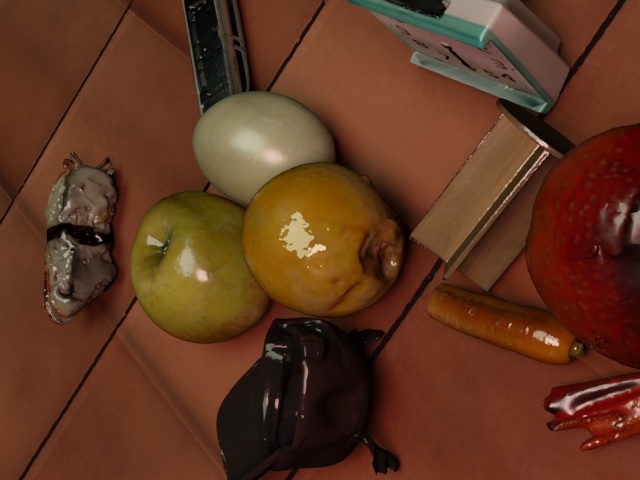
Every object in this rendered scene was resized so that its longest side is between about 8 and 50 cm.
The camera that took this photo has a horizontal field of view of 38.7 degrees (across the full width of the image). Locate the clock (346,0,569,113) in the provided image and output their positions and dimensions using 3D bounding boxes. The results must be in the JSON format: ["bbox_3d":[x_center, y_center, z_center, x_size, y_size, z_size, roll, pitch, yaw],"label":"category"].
[{"bbox_3d":[0.198,-0.301,1.269,0.262,0.231,0.116,31,92,40],"label":"clock"}]

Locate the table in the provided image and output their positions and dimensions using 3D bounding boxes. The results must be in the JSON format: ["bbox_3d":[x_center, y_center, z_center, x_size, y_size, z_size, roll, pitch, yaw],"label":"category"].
[{"bbox_3d":[0.236,-0.051,1.218,0.226,0.167,0.167,-54,51,21],"label":"table"}]

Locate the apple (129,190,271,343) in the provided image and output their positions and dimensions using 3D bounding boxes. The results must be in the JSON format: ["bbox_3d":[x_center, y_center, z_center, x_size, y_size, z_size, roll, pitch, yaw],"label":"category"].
[{"bbox_3d":[-0.194,0.043,1.484,0.261,0.194,0.260,-19,62,39],"label":"apple"}]

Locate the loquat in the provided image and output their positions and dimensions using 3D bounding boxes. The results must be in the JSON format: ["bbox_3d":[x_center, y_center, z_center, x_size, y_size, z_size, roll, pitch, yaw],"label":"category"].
[{"bbox_3d":[0.000,0.000,1.326,0.244,0.244,0.243,-12,69,34],"label":"loquat"}]

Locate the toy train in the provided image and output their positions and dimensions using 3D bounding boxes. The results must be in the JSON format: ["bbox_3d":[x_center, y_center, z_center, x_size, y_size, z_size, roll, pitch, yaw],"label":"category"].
[{"bbox_3d":[-0.185,-0.355,1.670,0.086,0.088,0.407,-28,61,32],"label":"toy train"}]

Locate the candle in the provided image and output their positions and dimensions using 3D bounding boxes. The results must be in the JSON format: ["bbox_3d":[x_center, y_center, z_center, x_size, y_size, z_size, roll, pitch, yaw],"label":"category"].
[{"bbox_3d":[0.405,0.178,1.068,0.302,0.059,0.084,-24,72,30],"label":"candle"}]

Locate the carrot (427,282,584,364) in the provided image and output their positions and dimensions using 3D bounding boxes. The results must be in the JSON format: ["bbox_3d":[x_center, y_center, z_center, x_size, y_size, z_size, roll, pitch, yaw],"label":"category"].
[{"bbox_3d":[0.244,0.112,1.208,0.225,0.067,0.067,16,86,42],"label":"carrot"}]

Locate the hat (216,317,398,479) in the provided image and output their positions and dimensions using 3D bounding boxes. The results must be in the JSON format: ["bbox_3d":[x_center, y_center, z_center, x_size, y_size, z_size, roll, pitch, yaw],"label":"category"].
[{"bbox_3d":[-0.011,0.257,1.323,0.336,0.209,0.238,-58,27,30],"label":"hat"}]

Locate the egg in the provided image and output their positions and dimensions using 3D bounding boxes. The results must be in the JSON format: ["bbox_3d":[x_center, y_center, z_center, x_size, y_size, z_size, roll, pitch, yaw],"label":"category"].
[{"bbox_3d":[-0.093,-0.146,1.467,0.253,0.186,0.186,20,88,24],"label":"egg"}]

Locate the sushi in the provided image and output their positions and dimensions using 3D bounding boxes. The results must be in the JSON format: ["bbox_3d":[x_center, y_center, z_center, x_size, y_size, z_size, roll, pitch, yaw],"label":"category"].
[{"bbox_3d":[-0.460,-0.005,1.751,0.130,0.124,0.332,-24,63,42],"label":"sushi"}]

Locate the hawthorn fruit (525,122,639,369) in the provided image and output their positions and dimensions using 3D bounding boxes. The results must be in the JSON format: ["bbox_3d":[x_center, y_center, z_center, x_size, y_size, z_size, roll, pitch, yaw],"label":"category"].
[{"bbox_3d":[0.370,0.003,0.995,0.316,0.316,0.316,-12,69,34],"label":"hawthorn fruit"}]
